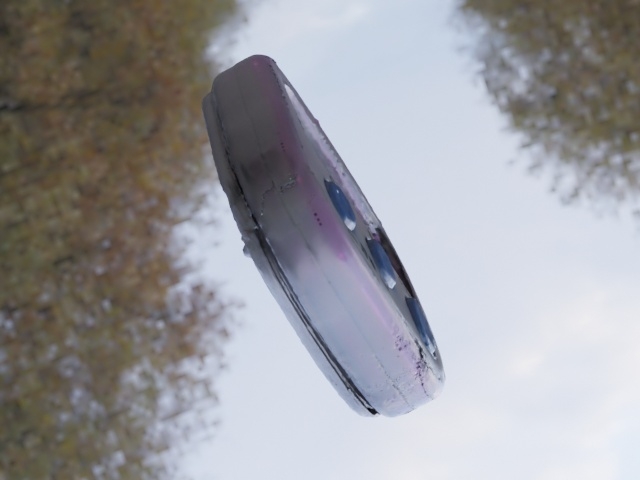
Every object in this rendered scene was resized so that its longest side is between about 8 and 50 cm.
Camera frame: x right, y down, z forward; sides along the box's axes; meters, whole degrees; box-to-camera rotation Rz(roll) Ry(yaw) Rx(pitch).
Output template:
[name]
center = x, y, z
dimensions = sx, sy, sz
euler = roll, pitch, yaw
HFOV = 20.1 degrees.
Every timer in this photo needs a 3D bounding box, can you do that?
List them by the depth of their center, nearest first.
[timer]
center = 0.000, 0.000, 1.073
dimensions = 0.069, 0.208, 0.191
euler = -29, -144, 8
